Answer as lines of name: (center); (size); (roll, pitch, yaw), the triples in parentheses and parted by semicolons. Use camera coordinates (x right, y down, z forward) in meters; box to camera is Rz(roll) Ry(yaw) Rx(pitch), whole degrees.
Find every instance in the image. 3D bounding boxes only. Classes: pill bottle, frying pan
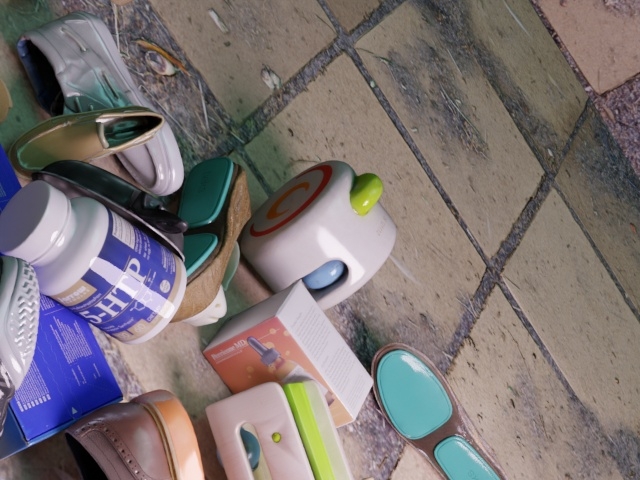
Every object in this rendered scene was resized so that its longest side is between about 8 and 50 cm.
pill bottle: (-0.239, 0.020, 1.416); (0.186, 0.112, 0.112); (37, 38, -37)
frying pan: (-0.227, -0.047, 1.490); (0.197, 0.326, 0.053); (29, 76, -1)

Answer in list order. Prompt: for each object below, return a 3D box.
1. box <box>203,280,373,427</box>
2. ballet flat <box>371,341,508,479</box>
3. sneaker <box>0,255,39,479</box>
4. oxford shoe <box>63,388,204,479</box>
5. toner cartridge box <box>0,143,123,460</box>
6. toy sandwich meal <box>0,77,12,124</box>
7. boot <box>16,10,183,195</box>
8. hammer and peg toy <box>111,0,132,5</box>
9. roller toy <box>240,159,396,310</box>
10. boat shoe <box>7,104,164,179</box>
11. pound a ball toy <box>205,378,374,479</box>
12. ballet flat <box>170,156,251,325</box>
box: (-0.040, 0.161, 1.735); (0.170, 0.130, 0.091); (53, 32, -13)
ballet flat: (0.169, 0.266, 2.022); (0.316, 0.107, 0.106); (58, 10, -17)
sneaker: (-0.382, 0.171, 1.208); (0.210, 0.137, 0.366); (16, 70, -26)
oxford shoe: (-0.179, 0.344, 1.398); (0.132, 0.130, 0.364); (-12, 87, -36)
toner cartridge box: (-0.348, 0.044, 1.415); (0.165, 0.075, 0.348); (-21, 84, -59)
toy sandwich meal: (-0.391, -0.164, 1.568); (0.085, 0.029, 0.086); (23, 59, -45)
boot: (-0.279, -0.154, 1.689); (0.123, 0.095, 0.258); (-32, 90, -48)
hammer and peg toy: (-0.374, -0.445, 1.724); (0.361, 0.127, 0.266); (34, 38, -39)
roller toy: (0.000, 0.000, 1.871); (0.191, 0.209, 0.146); (-46, 110, -18)
boat shoe: (-0.271, -0.122, 1.598); (0.190, 0.072, 0.068); (-25, 102, -29)
pound a ball toy: (-0.016, 0.334, 1.642); (0.208, 0.135, 0.319); (9, 60, -67)
ballet flat: (-0.153, 0.027, 1.719); (0.342, 0.116, 0.124); (-74, 147, -55)
